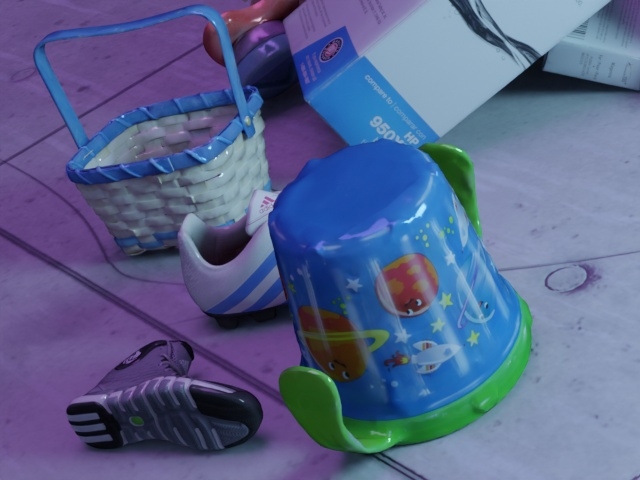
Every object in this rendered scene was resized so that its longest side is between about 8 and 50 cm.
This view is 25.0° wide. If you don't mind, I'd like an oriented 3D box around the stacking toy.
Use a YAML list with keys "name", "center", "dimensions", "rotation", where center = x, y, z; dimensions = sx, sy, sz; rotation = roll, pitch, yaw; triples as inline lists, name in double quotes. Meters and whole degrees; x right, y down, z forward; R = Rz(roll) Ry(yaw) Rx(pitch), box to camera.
- name: "stacking toy"
  center: [-0.002, -0.315, 2.008]
  dimensions: [0.309, 0.279, 0.130]
  rotation: [-30, 72, -10]

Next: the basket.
- name: "basket"
  center: [-0.200, -0.138, 1.774]
  dimensions: [0.255, 0.289, 0.201]
  rotation: [-4, 33, 24]

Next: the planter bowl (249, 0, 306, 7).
- name: "planter bowl"
  center: [-0.052, -0.355, 2.206]
  dimensions: [0.109, 0.162, 0.162]
  rotation: [9, 32, -2]

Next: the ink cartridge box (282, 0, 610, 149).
- name: "ink cartridge box"
  center: [0.161, -0.302, 1.820]
  dimensions: [0.395, 0.166, 0.285]
  rotation: [-39, 26, 14]

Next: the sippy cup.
- name: "sippy cup"
  center: [0.062, 0.035, 1.369]
  dimensions: [0.240, 0.224, 0.305]
  rotation: [-20, 35, 4]

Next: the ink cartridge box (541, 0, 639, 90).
- name: "ink cartridge box"
  center: [0.426, -0.297, 1.844]
  dimensions: [0.239, 0.060, 0.275]
  rotation: [14, 48, 8]

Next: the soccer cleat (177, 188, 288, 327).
- name: "soccer cleat"
  center: [0.000, 0.000, 1.570]
  dimensions: [0.331, 0.143, 0.116]
  rotation: [-13, 30, 12]

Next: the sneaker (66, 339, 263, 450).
- name: "sneaker"
  center: [-0.143, 0.145, 1.481]
  dimensions: [0.229, 0.086, 0.132]
  rotation: [-4, 31, 29]
